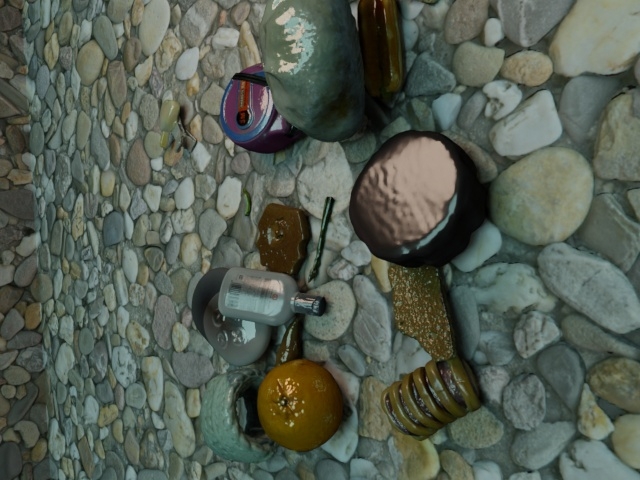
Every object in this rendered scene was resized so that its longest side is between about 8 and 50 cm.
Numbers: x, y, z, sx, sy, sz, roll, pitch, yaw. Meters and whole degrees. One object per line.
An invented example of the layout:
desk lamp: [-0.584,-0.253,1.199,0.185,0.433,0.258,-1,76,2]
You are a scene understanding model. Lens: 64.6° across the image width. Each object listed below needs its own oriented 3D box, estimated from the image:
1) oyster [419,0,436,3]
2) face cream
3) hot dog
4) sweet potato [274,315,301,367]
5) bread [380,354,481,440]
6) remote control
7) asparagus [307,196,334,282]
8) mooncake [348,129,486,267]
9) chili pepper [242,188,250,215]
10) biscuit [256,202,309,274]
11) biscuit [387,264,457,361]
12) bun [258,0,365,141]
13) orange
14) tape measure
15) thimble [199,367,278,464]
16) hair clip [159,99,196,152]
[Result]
oyster: [0.168,-0.568,1.125,0.200,0.106,0.061,49,153,45]
face cream: [-0.128,0.150,1.333,0.292,0.071,0.143,5,77,22]
hot dog: [0.137,-0.436,1.155,0.104,0.076,0.249,-8,88,21]
sweet potato: [-0.082,0.295,1.352,0.068,0.060,0.205,11,100,3]
bread: [0.229,0.332,1.066,0.225,0.081,0.134,-44,64,28]
remote control: [-0.264,0.218,1.472,0.332,0.104,0.221,37,103,36]
asparagus: [0.000,0.000,1.302,0.023,0.022,0.232,12,98,-5]
mooncake: [0.202,-0.082,1.051,0.283,0.141,0.282,-10,74,39]
chili pepper: [-0.219,-0.113,1.490,0.030,0.017,0.083,-3,88,42]
biscuit: [-0.105,0.011,1.383,0.182,0.034,0.215,16,102,40]
biscuit: [0.215,0.148,1.082,0.131,0.026,0.236,-28,58,39]
bun: [-0.018,-0.388,1.107,0.212,0.362,0.361,-14,79,4]
orange: [-0.053,0.403,1.244,0.219,0.193,0.219,-21,59,40]
tape measure: [-0.143,-0.352,1.350,0.246,0.149,0.231,-3,85,33]
thimble: [-0.212,0.474,1.362,0.172,0.205,0.249,-24,80,39]
hair clip: [-0.495,-0.380,1.701,0.159,0.071,0.218,-46,58,33]
